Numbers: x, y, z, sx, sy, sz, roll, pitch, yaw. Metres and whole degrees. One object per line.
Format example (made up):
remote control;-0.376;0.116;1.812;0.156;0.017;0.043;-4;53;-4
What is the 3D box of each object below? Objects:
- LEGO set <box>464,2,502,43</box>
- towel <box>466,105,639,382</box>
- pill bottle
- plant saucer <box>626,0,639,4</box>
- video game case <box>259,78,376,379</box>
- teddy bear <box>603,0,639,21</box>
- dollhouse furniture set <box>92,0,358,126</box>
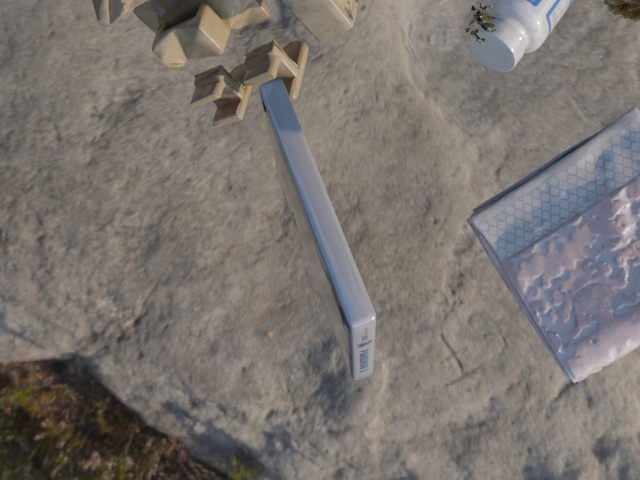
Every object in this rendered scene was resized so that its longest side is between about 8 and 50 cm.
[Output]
LEGO set;0.230;-0.311;1.115;0.054;0.083;0.023;50;147;5
towel;0.443;0.003;1.206;0.332;0.053;0.317;-34;75;10
pill bottle;0.349;-0.400;1.325;0.124;0.124;0.221;40;75;-8
plant saucer;0.119;-0.174;0.341;0.029;0.168;0.168;-24;104;17
video game case;0.000;0.000;1.026;0.036;0.300;0.329;-19;69;-4
teddy bear;0.441;-0.267;0.802;0.245;0.338;0.113;-40;63;26
dollhouse furniture set;-0.130;-0.437;1.298;0.394;0.256;0.362;-12;143;36
